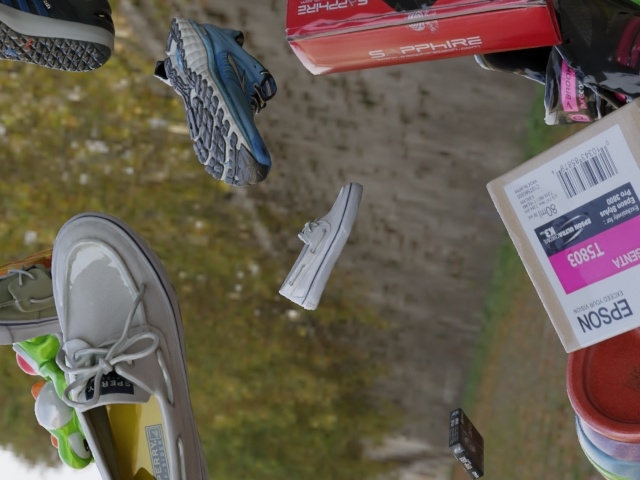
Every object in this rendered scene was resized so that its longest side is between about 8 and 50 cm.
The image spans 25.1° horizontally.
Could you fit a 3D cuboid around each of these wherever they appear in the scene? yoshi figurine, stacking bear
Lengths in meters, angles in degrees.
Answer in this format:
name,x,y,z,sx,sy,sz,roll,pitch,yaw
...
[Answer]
name,x,y,z,sx,sy,sz,roll,pitch,yaw
yoshi figurine,-0.391,0.191,2.337,0.203,0.203,0.362,0,107,66
stacking bear,0.378,0.218,1.644,0.164,0.175,0.289,-51,-34,-17

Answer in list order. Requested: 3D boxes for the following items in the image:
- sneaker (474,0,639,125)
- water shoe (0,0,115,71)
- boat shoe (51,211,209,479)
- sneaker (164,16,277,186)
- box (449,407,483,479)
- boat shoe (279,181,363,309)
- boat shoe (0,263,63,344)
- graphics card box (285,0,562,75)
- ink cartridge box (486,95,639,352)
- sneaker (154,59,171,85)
name,x,y,z,sx,sy,sz,roll,pitch,yaw
sneaker,0.351,-0.175,1.562,0.202,0.483,0.185,-37,-53,-18
water shoe,-0.297,-0.219,1.377,0.073,0.203,0.080,-44,40,46
boat shoe,-0.219,0.148,1.530,0.156,0.136,0.367,-12,-91,-82
sneaker,-0.061,-0.108,1.055,0.063,0.073,0.162,110,147,-46
box,0.204,0.284,2.012,0.067,0.018,0.083,54,-158,-22
boat shoe,0.000,0.000,2.379,0.083,0.076,0.226,148,144,-82
boat shoe,-0.396,0.077,1.976,0.109,0.302,0.094,27,116,49
graphics card box,0.093,-0.338,1.296,0.094,0.233,0.371,49,-142,-62
ink cartridge box,0.288,-0.017,1.356,0.235,0.088,0.193,-33,80,55
sneaker,-0.142,-0.183,1.595,0.044,0.109,0.040,15,-98,-47
